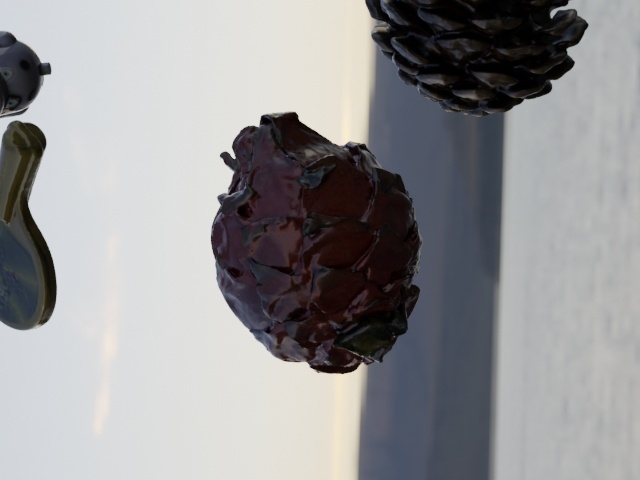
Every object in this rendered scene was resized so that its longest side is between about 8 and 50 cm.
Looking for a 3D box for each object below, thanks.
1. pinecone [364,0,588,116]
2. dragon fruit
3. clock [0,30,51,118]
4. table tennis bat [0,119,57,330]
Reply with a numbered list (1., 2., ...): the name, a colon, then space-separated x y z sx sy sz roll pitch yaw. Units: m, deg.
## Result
1. pinecone: 0.129 -0.207 1.592 0.204 0.184 0.179 68 -172 -47
2. dragon fruit: 0.000 0.000 2.062 0.244 0.244 0.299 -25 -82 -85
3. clock: -0.498 -0.215 2.588 0.189 0.254 0.189 -3 -90 -84
4. table tennis bat: -0.363 -0.022 2.182 0.050 0.198 0.321 -28 -24 -34
